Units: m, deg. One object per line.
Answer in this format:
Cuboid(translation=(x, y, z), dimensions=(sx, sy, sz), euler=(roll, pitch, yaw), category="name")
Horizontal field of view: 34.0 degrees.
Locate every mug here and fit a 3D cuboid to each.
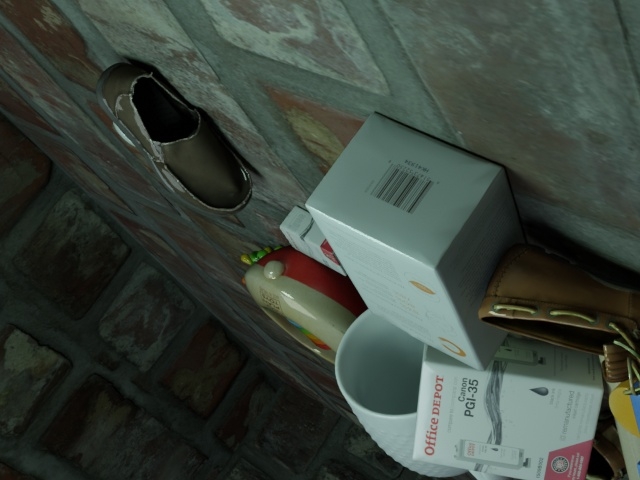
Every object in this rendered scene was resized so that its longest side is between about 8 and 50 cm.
Cuboid(translation=(0.233, 0.329, 1.979), dimensions=(0.374, 0.276, 0.328), euler=(48, 171, 44), category="mug")

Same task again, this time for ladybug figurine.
Cuboid(translation=(0.008, 0.139, 2.232), dimensions=(0.305, 0.162, 0.449), euler=(26, 167, 33), category="ladybug figurine")

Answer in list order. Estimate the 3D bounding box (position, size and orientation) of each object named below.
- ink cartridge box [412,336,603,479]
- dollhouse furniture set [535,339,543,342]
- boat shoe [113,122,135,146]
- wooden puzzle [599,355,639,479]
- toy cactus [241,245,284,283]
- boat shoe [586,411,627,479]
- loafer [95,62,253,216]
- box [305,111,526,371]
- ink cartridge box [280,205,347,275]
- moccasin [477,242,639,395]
Cuboid(translation=(0.298, 0.270, 1.695), dimensions=(0.283, 0.117, 0.207), euler=(7, 118, 9), category="ink cartridge box")
Cuboid(translation=(0.400, 0.296, 1.848), dimensions=(0.101, 0.161, 0.182), euler=(27, 164, 33), category="dollhouse furniture set")
Cuboid(translation=(-0.309, -0.203, 2.079), dimensions=(0.219, 0.078, 0.070), euler=(30, 168, -10), category="boat shoe")
Cuboid(translation=(0.537, 0.308, 1.496), dimensions=(0.348, 0.080, 0.322), euler=(19, 134, 55), category="wooden puzzle")
Cuboid(translation=(-0.082, 0.082, 2.449), dimensions=(0.180, 0.112, 0.219), euler=(34, 161, -36), category="toy cactus")
Cuboid(translation=(0.515, 0.385, 1.907), dimensions=(0.122, 0.120, 0.324), euler=(51, 168, 20), category="boat shoe")
Cuboid(translation=(-0.256, -0.173, 1.912), dimensions=(0.366, 0.134, 0.130), euler=(42, 165, -26), category="loafer")
Cuboid(translation=(0.155, 0.011, 1.476), dimensions=(0.215, 0.168, 0.345), euler=(27, 163, 30), category="box")
Cuboid(translation=(0.000, 0.000, 2.038), dimensions=(0.135, 0.056, 0.099), euler=(28, 164, 30), category="ink cartridge box")
Cuboid(translation=(0.386, 0.129, 1.327), dimensions=(0.380, 0.147, 0.139), euler=(23, 161, 15), category="moccasin")
